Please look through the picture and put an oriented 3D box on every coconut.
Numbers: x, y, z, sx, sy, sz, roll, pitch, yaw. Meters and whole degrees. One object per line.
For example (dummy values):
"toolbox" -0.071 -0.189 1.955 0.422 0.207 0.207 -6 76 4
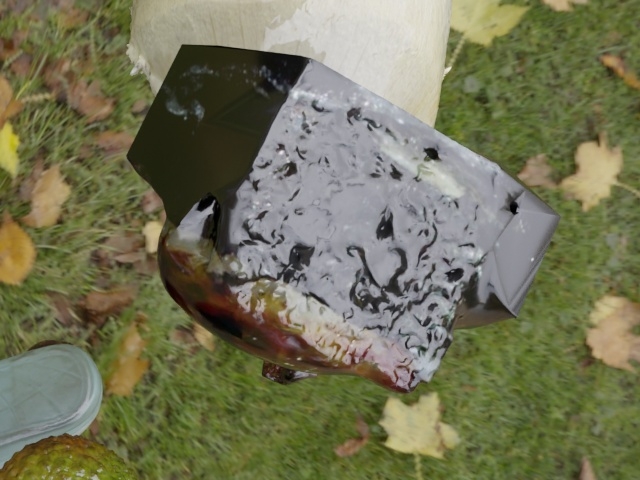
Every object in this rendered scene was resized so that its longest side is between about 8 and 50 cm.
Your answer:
"coconut" -0.025 -0.233 1.228 0.346 0.346 0.360 17 61 -16

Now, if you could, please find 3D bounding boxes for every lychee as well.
"lychee" -0.175 0.192 0.818 0.114 0.146 0.114 -19 115 -47

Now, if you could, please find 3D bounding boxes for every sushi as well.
"sushi" -0.001 0.000 0.854 0.227 0.215 0.212 31 79 -40

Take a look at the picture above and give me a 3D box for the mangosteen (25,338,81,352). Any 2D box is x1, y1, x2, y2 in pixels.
"mangosteen" -0.272 0.142 1.207 0.081 0.081 0.081 0 90 -17

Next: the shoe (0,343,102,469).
"shoe" -0.287 0.170 0.979 0.251 0.100 0.103 -24 53 5
